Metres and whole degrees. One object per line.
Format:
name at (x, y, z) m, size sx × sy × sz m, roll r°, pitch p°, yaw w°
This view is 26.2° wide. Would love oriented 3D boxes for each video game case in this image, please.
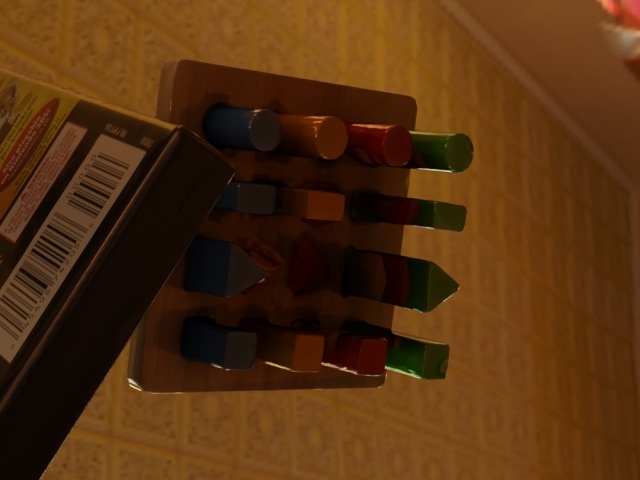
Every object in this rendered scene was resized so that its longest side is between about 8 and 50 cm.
video game case at (-0.175, 0.052, 0.619) m, size 0.035 × 0.248 × 0.275 m, roll 36°, pitch -97°, yaw -33°

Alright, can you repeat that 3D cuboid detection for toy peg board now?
toy peg board at (0.000, 0.000, 0.684) m, size 0.161 × 0.079 × 0.161 m, roll 4°, pitch -87°, yaw -41°
